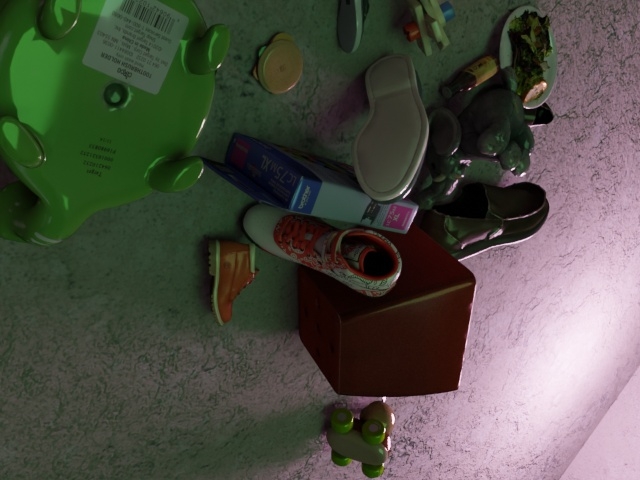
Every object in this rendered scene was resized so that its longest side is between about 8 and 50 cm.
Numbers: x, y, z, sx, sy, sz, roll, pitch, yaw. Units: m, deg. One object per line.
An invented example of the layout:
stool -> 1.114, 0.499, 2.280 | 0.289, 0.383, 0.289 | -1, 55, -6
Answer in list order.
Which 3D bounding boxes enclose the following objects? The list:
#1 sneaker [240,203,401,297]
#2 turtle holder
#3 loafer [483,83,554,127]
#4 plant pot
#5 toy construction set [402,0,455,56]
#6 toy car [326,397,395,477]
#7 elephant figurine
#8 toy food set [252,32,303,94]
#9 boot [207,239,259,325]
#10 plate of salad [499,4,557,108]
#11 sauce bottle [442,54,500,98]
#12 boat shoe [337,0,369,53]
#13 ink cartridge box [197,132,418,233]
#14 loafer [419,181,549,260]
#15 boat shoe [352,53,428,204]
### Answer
sneaker -> 0.001, -0.001, 0.981 | 0.090, 0.269, 0.145 | -62, 178, -14
turtle holder -> -0.254, -0.152, 0.703 | 0.243, 0.227, 0.321 | -19, 127, -33
loafer -> 0.410, -0.273, 1.311 | 0.219, 0.078, 0.080 | -9, 121, -37
plant pot -> 0.099, 0.136, 1.179 | 0.235, 0.267, 0.267 | -14, 124, -22
toy construction set -> 0.246, -0.463, 1.018 | 0.327, 0.151, 0.215 | -41, 160, -3
toy car -> 0.112, 0.419, 1.473 | 0.188, 0.148, 0.155 | -53, 150, -46
elephant figurine -> 0.267, -0.184, 1.209 | 0.169, 0.239, 0.186 | 50, 53, -30
toy food set -> -0.063, -0.261, 0.951 | 0.082, 0.020, 0.083 | -44, 136, -10
boot -> -0.142, 0.072, 1.041 | 0.084, 0.059, 0.158 | -2, 119, -14
plate of salad -> 0.423, -0.364, 1.255 | 0.199, 0.048, 0.200 | -4, 97, -37
sauce bottle -> 0.286, -0.310, 1.207 | 0.128, 0.042, 0.042 | -35, 133, -22
boat shoe -> 0.056, -0.361, 0.973 | 0.040, 0.049, 0.142 | -19, 124, -33
ink cartridge box -> -0.013, -0.090, 0.978 | 0.311, 0.185, 0.065 | 6, 112, -43
loafer -> 0.362, -0.061, 1.358 | 0.365, 0.133, 0.130 | -23, 128, -29
boat shoe -> 0.121, -0.165, 0.998 | 0.116, 0.320, 0.099 | -11, 138, 19
